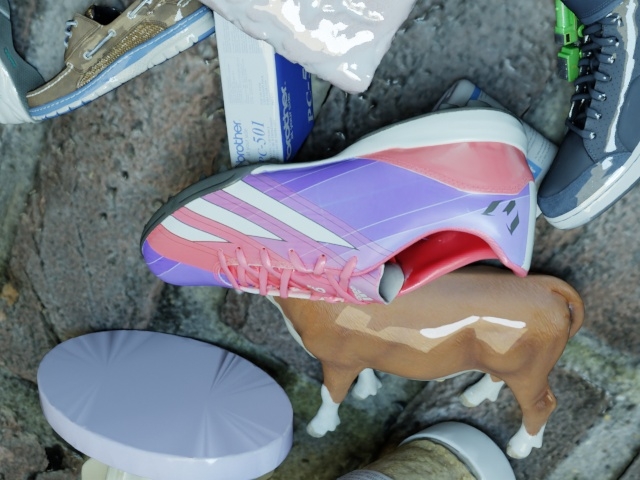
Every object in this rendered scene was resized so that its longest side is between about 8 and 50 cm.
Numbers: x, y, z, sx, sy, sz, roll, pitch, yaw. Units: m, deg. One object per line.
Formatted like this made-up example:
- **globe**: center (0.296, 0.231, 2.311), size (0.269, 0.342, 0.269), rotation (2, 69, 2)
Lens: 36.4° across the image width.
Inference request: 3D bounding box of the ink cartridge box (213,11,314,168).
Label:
- **ink cartridge box**: center (-0.043, -0.165, 0.726), size (0.046, 0.097, 0.207), rotation (4, 120, 13)

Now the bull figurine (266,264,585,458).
- **bull figurine**: center (0.064, 0.080, 0.837), size (0.311, 0.101, 0.188), rotation (7, 125, 16)

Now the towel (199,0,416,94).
- **towel**: center (-0.033, -0.306, 0.595), size (0.332, 0.053, 0.317), rotation (32, 98, -2)

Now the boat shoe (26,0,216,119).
- **boat shoe**: center (-0.172, -0.160, 0.794), size (0.183, 0.066, 0.066), rotation (-25, 105, 17)

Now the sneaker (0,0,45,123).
- **sneaker**: center (-0.290, -0.165, 0.828), size (0.061, 0.053, 0.152), rotation (-5, 118, 23)

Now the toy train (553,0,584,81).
- **toy train**: center (0.181, -0.155, 0.707), size (0.024, 0.017, 0.083), rotation (-21, 118, -18)

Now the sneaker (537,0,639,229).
- **sneaker**: center (0.176, -0.133, 0.655), size (0.163, 0.086, 0.226), rotation (30, 102, -16)

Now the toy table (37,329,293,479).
- **toy table**: center (-0.140, 0.202, 0.900), size (0.274, 0.252, 0.160), rotation (24, 122, 47)

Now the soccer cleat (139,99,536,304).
- **soccer cleat**: center (0.000, 0.000, 0.704), size (0.318, 0.116, 0.109), rotation (-15, 156, 24)

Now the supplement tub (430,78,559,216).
- **supplement tub**: center (0.130, -0.067, 0.747), size (0.107, 0.071, 0.071), rotation (35, 123, -4)

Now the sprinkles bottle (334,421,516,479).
- **sprinkles bottle**: center (0.020, 0.259, 0.799), size (0.121, 0.355, 0.121), rotation (13, 109, 41)
